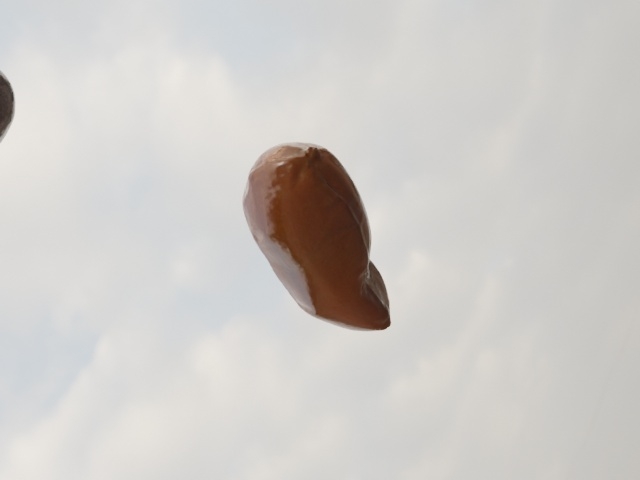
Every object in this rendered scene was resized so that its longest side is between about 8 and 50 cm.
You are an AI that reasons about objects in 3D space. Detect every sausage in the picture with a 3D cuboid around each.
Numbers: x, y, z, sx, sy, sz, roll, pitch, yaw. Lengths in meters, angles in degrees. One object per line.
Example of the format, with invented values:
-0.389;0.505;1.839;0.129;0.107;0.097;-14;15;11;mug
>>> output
0.000;0.000;0.899;0.089;0.089;0.179;-51;-52;-37;sausage

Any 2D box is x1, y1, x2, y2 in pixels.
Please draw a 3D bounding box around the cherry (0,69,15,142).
-0.407;-0.167;1.234;0.115;0.188;0.148;-46;-1;-6;cherry
